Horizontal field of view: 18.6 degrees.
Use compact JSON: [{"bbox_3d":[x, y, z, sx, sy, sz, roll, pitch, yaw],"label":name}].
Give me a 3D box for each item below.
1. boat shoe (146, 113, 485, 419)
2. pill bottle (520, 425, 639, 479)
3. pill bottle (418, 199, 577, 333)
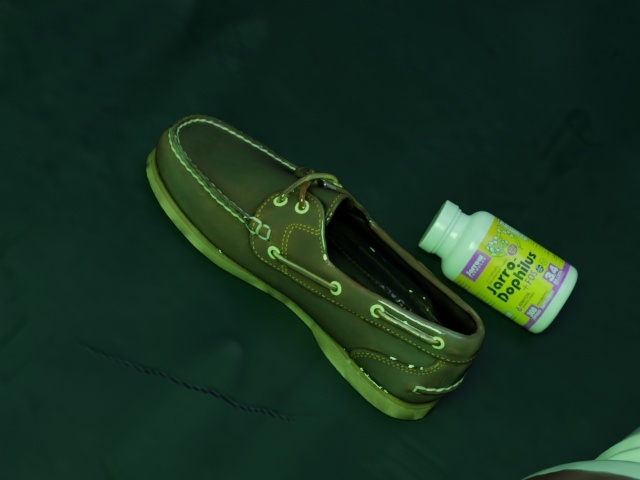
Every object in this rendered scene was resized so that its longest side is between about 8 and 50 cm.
[{"bbox_3d":[0.000,0.000,1.017,0.207,0.073,0.073,40,46,8],"label":"boat shoe"},{"bbox_3d":[0.091,0.224,0.771,0.224,0.224,0.392,47,47,13],"label":"pill bottle"},{"bbox_3d":[0.097,0.013,1.080,0.083,0.043,0.043,32,45,-1],"label":"pill bottle"}]
